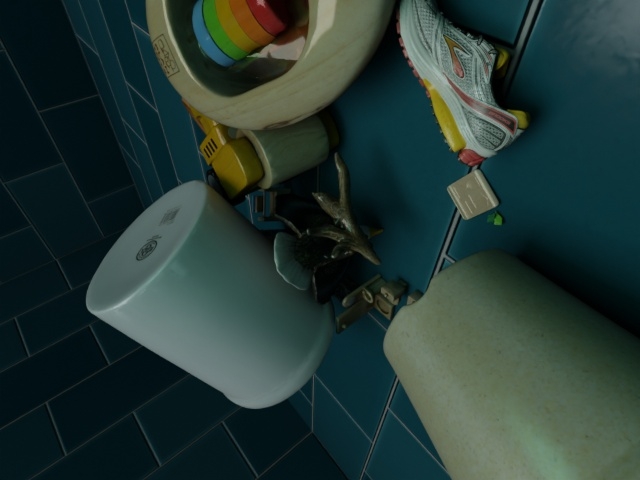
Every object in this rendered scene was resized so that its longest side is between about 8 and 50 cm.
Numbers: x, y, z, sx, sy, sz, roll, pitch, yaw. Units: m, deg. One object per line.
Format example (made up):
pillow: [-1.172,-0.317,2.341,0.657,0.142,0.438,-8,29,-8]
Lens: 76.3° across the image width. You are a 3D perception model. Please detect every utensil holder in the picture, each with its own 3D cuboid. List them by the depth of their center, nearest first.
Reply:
utensil holder: [-0.209,0.117,0.840,0.327,0.328,0.385,20,158,52]

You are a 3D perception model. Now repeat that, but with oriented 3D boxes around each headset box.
headset box: [0.064,0.122,0.998,0.062,0.032,0.083,41,147,31]

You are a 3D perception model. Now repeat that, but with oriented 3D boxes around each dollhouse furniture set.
dollhouse furniture set: [0.126,0.160,0.828,0.151,0.123,0.144,39,147,35]
dollhouse furniture set: [-0.119,-0.048,1.076,0.129,0.129,0.184,15,105,55]

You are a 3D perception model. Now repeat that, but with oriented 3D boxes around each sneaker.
sneaker: [0.163,-0.204,0.467,0.092,0.088,0.225,-27,89,37]

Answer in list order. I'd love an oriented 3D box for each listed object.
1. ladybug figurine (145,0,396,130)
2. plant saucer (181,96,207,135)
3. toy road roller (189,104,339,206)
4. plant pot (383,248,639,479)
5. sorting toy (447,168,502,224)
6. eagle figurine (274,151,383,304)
ladybug figurine: [-0.079,-0.321,0.570,0.449,0.162,0.305,1,121,41]
plant saucer: [-0.315,-0.327,1.118,0.200,0.037,0.200,49,173,8]
toy road roller: [-0.142,-0.219,0.819,0.329,0.202,0.241,-8,109,63]
plant pot: [0.247,0.186,0.480,0.305,0.333,0.334,53,155,37]
sorting toy: [0.221,-0.053,0.573,0.083,0.012,0.062,62,149,4]
eagle figurine: [0.011,0.002,0.782,0.225,0.226,0.298,23,166,-16]
